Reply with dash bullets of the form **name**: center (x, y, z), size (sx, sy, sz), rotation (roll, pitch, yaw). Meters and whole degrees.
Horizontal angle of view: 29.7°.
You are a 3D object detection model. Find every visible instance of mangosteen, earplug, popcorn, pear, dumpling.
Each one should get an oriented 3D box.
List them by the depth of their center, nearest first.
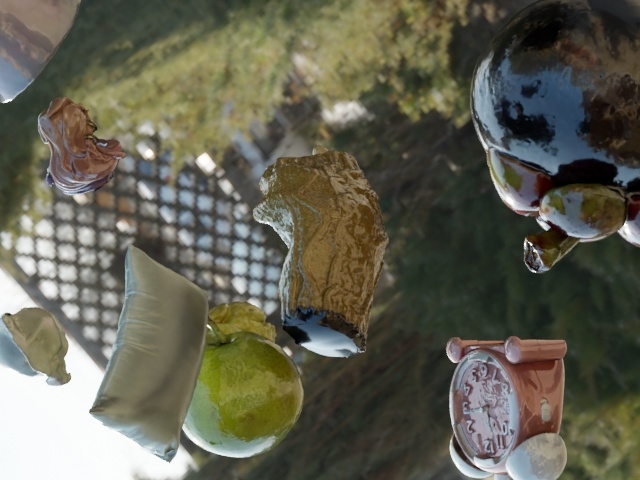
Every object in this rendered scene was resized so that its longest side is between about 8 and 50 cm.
- **earplug**: center (-0.455, -0.317, 1.425), size (0.301, 0.172, 0.172), rotation (35, -178, -30)
- **pear**: center (-0.118, 0.192, 1.676), size (0.166, 0.180, 0.216), rotation (-90, -12, -80)
- **mangosteen**: center (0.415, -0.167, 1.812), size (0.382, 0.381, 0.435), rotation (63, -150, -63)
- **dumpling**: center (-0.425, 0.164, 1.820), size (0.127, 0.108, 0.188), rotation (39, 167, 9)
- **popcorn**: center (-0.161, 0.185, 2.027), size (0.173, 0.168, 0.195), rotation (44, 154, 14)

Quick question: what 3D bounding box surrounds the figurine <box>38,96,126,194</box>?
- **figurine**: center (-0.365, -0.140, 1.826), size (0.157, 0.126, 0.114), rotation (80, 165, -53)

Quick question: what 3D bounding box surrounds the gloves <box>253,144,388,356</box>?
- **gloves**: center (0.013, 0.000, 1.719), size (0.203, 0.155, 0.357), rotation (39, -149, -43)

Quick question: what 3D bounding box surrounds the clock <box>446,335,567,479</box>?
- **clock**: center (0.209, 0.187, 1.321), size (0.166, 0.092, 0.162), rotation (-9, 79, 61)

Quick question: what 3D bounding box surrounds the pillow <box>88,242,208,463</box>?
- **pillow**: center (-0.207, 0.133, 1.484), size (0.144, 0.078, 0.254), rotation (36, -134, -33)
